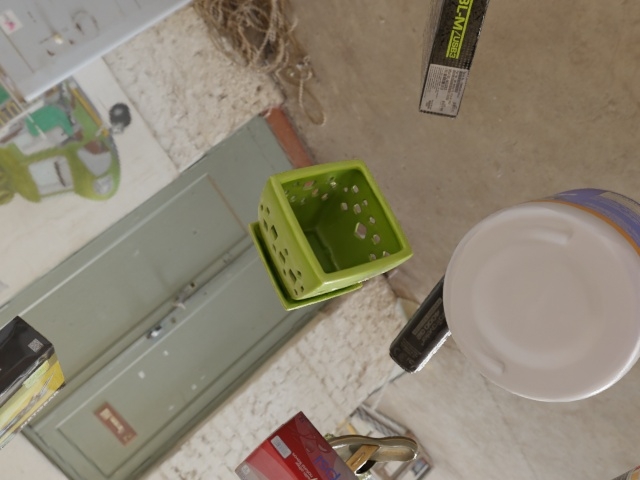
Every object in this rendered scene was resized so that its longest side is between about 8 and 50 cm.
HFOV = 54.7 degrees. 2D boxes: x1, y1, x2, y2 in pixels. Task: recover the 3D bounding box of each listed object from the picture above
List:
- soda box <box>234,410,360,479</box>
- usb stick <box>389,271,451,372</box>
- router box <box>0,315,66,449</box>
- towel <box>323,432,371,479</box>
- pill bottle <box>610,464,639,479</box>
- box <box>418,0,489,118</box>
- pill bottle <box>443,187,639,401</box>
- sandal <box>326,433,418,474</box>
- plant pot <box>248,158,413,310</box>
[{"bbox_3d":[0.016,0.355,0.782,0.263,0.083,0.092,47,122,13],"label":"soda box"},{"bbox_3d":[0.217,0.135,1.126,0.077,0.045,0.278,42,123,17],"label":"usb stick"},{"bbox_3d":[-0.559,0.291,0.986,0.081,0.309,0.243,38,149,5],"label":"router box"},{"bbox_3d":[0.025,0.452,1.244,0.148,0.110,0.027,49,-164,-24],"label":"towel"},{"bbox_3d":[0.475,0.368,0.811,0.162,0.162,0.278,46,128,10],"label":"pill bottle"},{"bbox_3d":[0.133,-0.245,0.593,0.045,0.184,0.191,11,131,5],"label":"box"},{"bbox_3d":[0.231,0.030,0.558,0.152,0.272,0.152,6,101,33],"label":"pill bottle"},{"bbox_3d":[0.068,0.342,0.972,0.049,0.180,0.072,-94,8,-45],"label":"sandal"},{"bbox_3d":[0.000,0.000,1.197,0.207,0.227,0.228,-46,65,52],"label":"plant pot"}]
